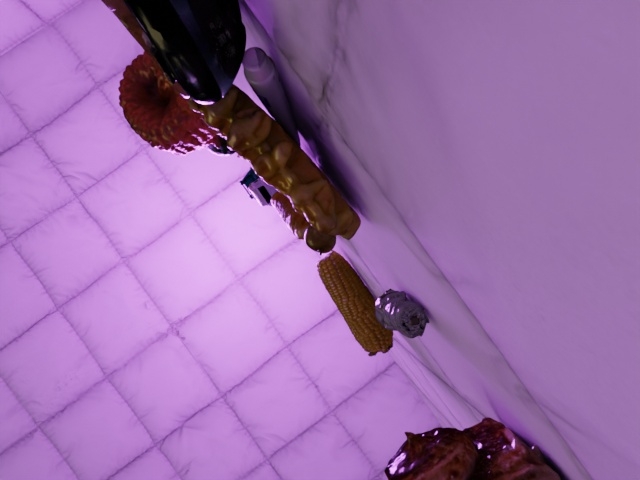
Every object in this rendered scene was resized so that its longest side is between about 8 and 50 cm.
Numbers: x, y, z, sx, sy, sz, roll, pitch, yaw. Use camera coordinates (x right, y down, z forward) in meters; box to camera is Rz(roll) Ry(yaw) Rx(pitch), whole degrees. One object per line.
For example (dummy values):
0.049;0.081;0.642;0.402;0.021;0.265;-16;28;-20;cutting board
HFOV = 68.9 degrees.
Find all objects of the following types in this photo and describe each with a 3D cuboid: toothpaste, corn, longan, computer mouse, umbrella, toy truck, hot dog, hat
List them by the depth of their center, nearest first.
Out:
-0.130;-0.225;0.418;0.233;0.096;0.137;57;173;30;computer mouse
-0.051;-0.160;0.545;0.052;0.033;0.218;51;-179;8;toothpaste
0.116;0.105;0.683;0.067;0.062;0.143;24;177;-3;umbrella
0.000;0.000;1.021;0.075;0.075;0.083;58;-157;-52;longan
0.093;0.161;1.207;0.305;0.106;0.106;59;176;-13;corn
-0.073;-0.081;1.273;0.289;0.083;0.068;-132;26;-58;hot dog
-0.364;-0.395;1.390;0.285;0.285;0.400;53;-156;13;hat
-0.196;-0.185;1.548;0.110;0.116;0.216;56;176;-31;toy truck

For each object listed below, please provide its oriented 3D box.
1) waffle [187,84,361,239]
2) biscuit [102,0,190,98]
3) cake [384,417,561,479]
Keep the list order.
-0.058;-0.107;0.595;0.283;0.065;0.309;42;-178;-43;waffle
-0.287;-0.341;0.783;0.183;0.047;0.320;50;180;21;biscuit
0.221;0.353;0.599;0.293;0.198;0.196;58;-178;7;cake
